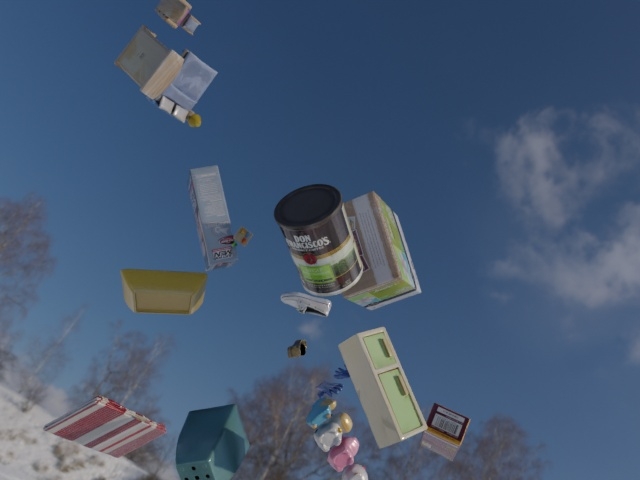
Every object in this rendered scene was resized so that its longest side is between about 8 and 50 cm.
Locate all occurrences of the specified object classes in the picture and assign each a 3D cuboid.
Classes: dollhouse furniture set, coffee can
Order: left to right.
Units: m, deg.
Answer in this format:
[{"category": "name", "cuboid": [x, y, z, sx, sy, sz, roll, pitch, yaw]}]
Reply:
[{"category": "dollhouse furniture set", "cuboid": [-0.371, -0.480, 1.646, 0.198, 0.286, 0.303, 45, 8, 36]}, {"category": "coffee can", "cuboid": [0.000, 0.000, 1.704, 0.202, 0.201, 0.275, 5, -46, 30]}]

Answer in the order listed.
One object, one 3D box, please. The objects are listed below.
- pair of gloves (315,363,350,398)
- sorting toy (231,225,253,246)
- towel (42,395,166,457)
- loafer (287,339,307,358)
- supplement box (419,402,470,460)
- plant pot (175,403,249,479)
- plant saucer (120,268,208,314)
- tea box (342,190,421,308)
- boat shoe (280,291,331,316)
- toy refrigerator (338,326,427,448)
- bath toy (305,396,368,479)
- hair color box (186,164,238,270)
[{"category": "pair of gloves", "cuboid": [0.063, 0.483, 1.988, 0.023, 0.198, 0.159, 63, -24, -6]}, {"category": "sorting toy", "cuboid": [-0.290, -0.004, 2.107, 0.062, 0.083, 0.012, 40, -14, -30]}, {"category": "towel", "cuboid": [-0.715, 0.631, 1.928, 0.237, 0.037, 0.329, -30, -45, 12]}, {"category": "loafer", "cuboid": [-0.073, 0.386, 2.027, 0.050, 0.148, 0.056, -4, -85, 17]}, {"category": "supplement box", "cuboid": [0.341, 0.531, 1.586, 0.104, 0.080, 0.188, 22, -28, 18]}, {"category": "plant pot", "cuboid": [-0.337, 0.642, 1.740, 0.166, 0.234, 0.165, -12, -75, 9]}, {"category": "plant saucer", "cuboid": [-0.640, 0.225, 2.344, 0.333, 0.080, 0.333, 4, -28, -13]}, {"category": "tea box", "cuboid": [0.186, 0.048, 2.080, 0.220, 0.328, 0.323, -22, -21, 18]}, {"category": "boat shoe", "cuboid": [-0.068, 0.278, 2.478, 0.226, 0.075, 0.083, 6, -33, 11]}, {"category": "toy refrigerator", "cuboid": [0.154, 0.358, 1.420, 0.094, 0.102, 0.269, -42, -117, 44]}, {"category": "bath toy", "cuboid": [0.072, 0.742, 2.066, 0.348, 0.151, 0.129, 65, -11, -9]}, {"category": "hair color box", "cuboid": [-0.423, -0.081, 2.226, 0.185, 0.114, 0.374, 146, -69, -71]}]
